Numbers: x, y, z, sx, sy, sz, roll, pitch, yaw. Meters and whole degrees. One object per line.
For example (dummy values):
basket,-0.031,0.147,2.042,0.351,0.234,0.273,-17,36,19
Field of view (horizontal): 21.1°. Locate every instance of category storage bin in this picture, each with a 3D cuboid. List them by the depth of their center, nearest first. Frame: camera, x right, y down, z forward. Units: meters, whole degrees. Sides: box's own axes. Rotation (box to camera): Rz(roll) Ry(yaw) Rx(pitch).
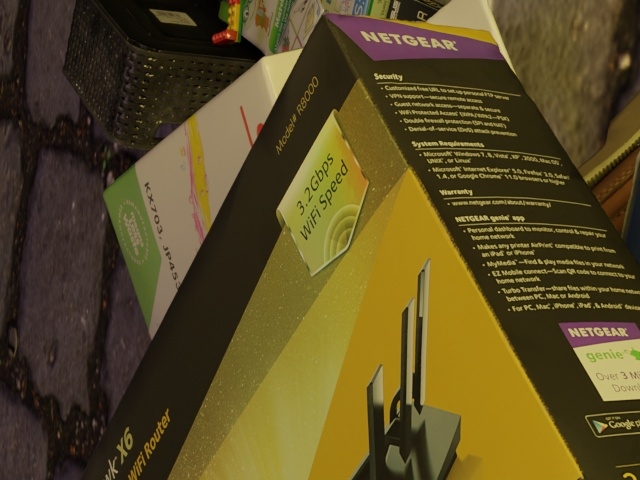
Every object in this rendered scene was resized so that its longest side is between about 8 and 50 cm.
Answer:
storage bin,-0.128,-0.144,1.406,0.180,0.122,0.084,51,132,54

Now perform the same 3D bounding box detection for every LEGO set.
LEGO set,-0.042,-0.201,1.198,0.182,0.060,0.244,-110,34,-46

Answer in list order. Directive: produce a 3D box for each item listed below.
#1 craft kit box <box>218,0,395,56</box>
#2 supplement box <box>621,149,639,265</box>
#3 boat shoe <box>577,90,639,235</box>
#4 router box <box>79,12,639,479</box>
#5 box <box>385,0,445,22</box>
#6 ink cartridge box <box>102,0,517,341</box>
craft kit box,0.014,-0.236,1.207,0.246,0.061,0.249,44,126,54
supplement box,0.251,0.110,0.515,0.356,0.194,0.195,37,120,59
boat shoe,0.135,0.031,0.723,0.307,0.111,0.104,-53,38,-8
router box,0.015,0.110,0.642,0.309,0.081,0.243,-61,42,36
box,0.065,-0.111,1.101,0.067,0.018,0.083,32,117,39
ink cartridge box,0.000,0.000,1.076,0.353,0.119,0.207,-31,77,59
